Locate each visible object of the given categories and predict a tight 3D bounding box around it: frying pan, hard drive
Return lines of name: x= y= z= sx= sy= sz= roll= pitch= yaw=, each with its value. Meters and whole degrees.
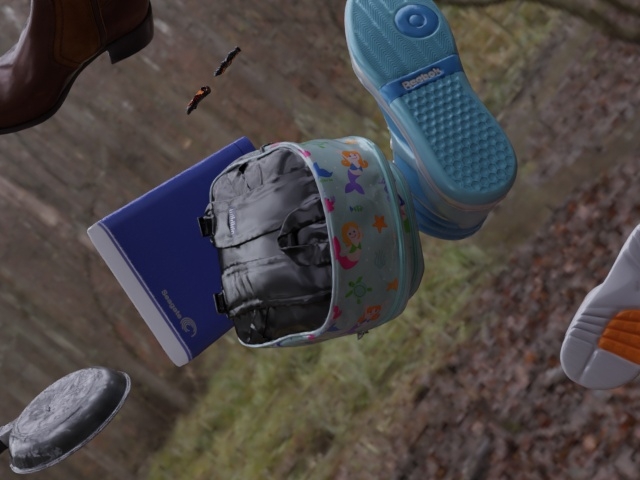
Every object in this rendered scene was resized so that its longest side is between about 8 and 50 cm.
frying pan: x=-0.394 y=0.247 z=1.546 sx=0.326 sy=0.053 sz=0.197 roll=-11 pitch=30 yaw=42
hard drive: x=-0.145 y=0.004 z=1.504 sx=0.040 sy=0.210 sz=0.318 roll=-29 pitch=6 yaw=41

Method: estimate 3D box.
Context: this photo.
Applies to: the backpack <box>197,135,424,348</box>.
backpack: x=0.000 y=0.000 z=1.185 sx=0.191 sy=0.225 sz=0.253 roll=-8 pitch=-6 yaw=-24

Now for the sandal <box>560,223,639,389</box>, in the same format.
sandal: x=0.386 y=0.090 z=1.405 sx=0.265 sy=0.102 sz=0.076 roll=-53 pitch=-7 yaw=-26

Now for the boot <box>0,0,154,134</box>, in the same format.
boot: x=-0.304 y=-0.257 z=1.172 sx=0.264 sy=0.096 sz=0.280 roll=-29 pitch=-25 yaw=-12

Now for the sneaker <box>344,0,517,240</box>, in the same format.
sneaker: x=0.109 y=-0.138 z=1.305 sx=0.127 sy=0.319 sz=0.208 roll=-18 pitch=-22 yaw=-11

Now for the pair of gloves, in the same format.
pair of gloves: x=-0.109 y=-0.162 z=1.123 sx=0.083 sy=0.010 sz=0.074 roll=-52 pitch=8 yaw=-9
